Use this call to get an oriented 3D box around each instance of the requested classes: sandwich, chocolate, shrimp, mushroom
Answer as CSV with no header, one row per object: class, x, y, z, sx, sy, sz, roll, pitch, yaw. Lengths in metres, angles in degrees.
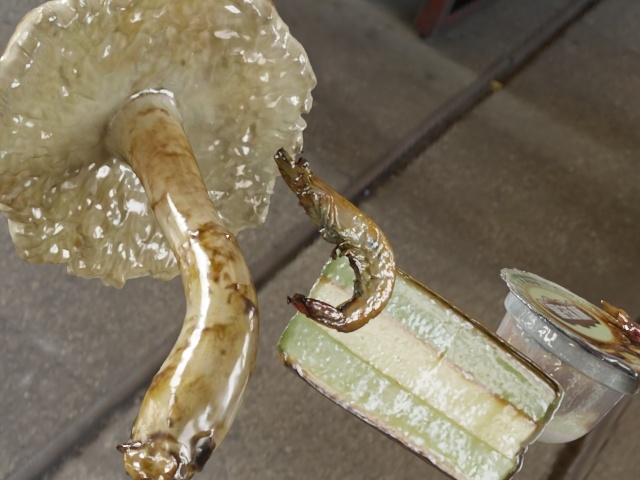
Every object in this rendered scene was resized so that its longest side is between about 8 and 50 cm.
sandwich,0.078,0.098,1.008,0.144,0.117,0.187,27,-8,34
chocolate,0.250,0.139,1.383,0.221,0.147,0.221,23,14,-6
shrimp,0.000,0.000,0.859,0.091,0.025,0.127,-41,100,-36
mushroom,-0.075,-0.015,0.843,0.233,0.208,0.301,-33,76,-1
